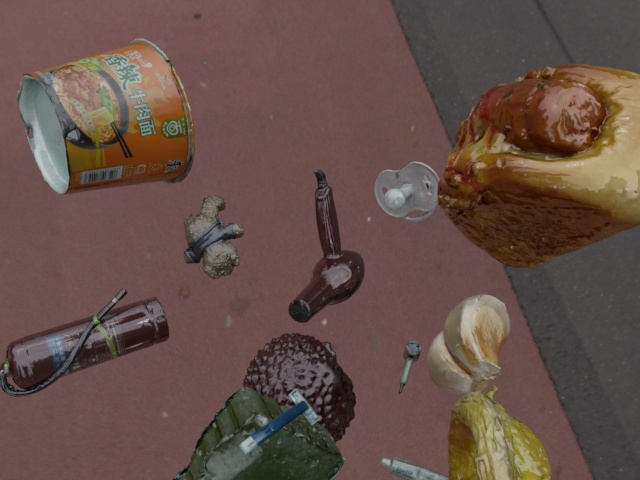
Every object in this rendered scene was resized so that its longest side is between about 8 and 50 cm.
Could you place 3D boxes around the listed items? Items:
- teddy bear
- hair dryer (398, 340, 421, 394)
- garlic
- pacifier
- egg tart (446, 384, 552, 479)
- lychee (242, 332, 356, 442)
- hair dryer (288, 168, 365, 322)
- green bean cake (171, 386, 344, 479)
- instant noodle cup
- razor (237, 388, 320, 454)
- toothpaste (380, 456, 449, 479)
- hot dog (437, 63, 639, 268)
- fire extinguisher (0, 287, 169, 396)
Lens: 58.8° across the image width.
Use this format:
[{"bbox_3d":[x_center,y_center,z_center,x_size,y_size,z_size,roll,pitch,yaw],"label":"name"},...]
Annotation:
[{"bbox_3d":[-0.314,-0.011,1.570,0.182,0.129,0.251,-39,61,15],"label":"teddy bear"},{"bbox_3d":[0.239,0.356,1.584,0.047,0.071,0.150,18,63,14],"label":"hair dryer"},{"bbox_3d":[0.456,0.314,1.725,0.249,0.286,0.313,7,37,12],"label":"garlic"},{"bbox_3d":[0.111,-0.058,0.755,0.078,0.099,0.082,-33,105,-52],"label":"pacifier"},{"bbox_3d":[0.361,0.496,1.158,0.168,0.388,0.388,1,64,2],"label":"egg tart"},{"bbox_3d":[-0.061,0.397,1.463,0.306,0.306,0.330,36,64,15],"label":"lychee"},{"bbox_3d":[0.000,0.000,1.375,0.123,0.312,0.341,-4,102,28],"label":"hair dryer"},{"bbox_3d":[-0.118,0.419,1.045,0.255,0.132,0.241,34,95,-28],"label":"green bean cake"},{"bbox_3d":[-0.327,-0.174,0.856,0.182,0.230,0.230,-24,65,-37],"label":"instant noodle cup"},{"bbox_3d":[-0.063,0.289,0.906,0.068,0.191,0.037,47,113,17],"label":"razor"},{"bbox_3d":[0.253,0.582,1.397,0.217,0.041,0.064,18,109,11],"label":"toothpaste"},{"bbox_3d":[0.197,-0.068,0.537,0.153,0.257,0.150,31,77,3],"label":"hot dog"},{"bbox_3d":[-0.470,0.190,1.082,0.341,0.105,0.142,-16,95,-29],"label":"fire extinguisher"}]
